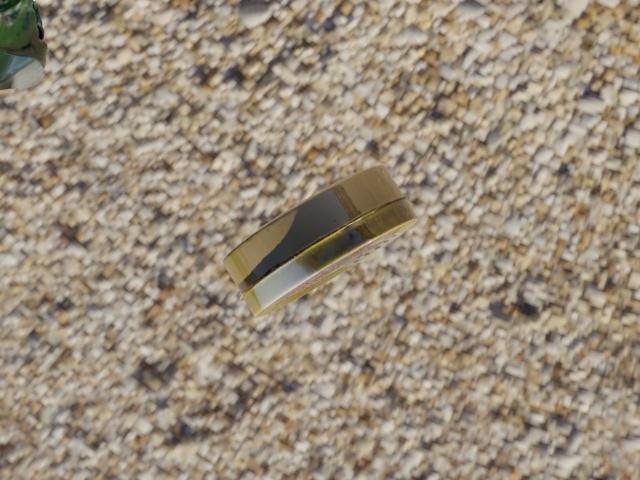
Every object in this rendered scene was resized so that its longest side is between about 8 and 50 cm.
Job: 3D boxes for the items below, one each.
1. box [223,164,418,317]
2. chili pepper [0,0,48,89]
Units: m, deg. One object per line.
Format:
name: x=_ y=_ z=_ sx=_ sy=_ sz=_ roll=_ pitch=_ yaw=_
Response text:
box: x=0.000 y=0.000 z=0.772 sx=0.105 sy=0.105 sz=0.037 roll=-34 pitch=85 yaw=31
chili pepper: x=-0.279 y=-0.187 z=1.094 sx=0.264 sy=0.148 sz=0.116 roll=-51 pitch=61 yaw=40
